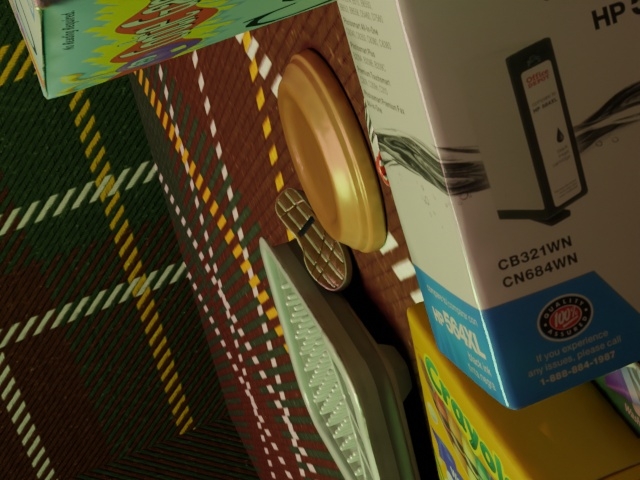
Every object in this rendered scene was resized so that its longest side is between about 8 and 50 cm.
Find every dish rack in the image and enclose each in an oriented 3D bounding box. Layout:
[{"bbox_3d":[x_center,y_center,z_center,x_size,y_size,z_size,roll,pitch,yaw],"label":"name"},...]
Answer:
[{"bbox_3d":[0.034,0.159,1.579,0.333,0.072,0.285,-127,18,-56],"label":"dish rack"}]

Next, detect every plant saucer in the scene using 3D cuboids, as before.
[{"bbox_3d":[0.005,-0.079,1.357,0.200,0.037,0.200,158,90,-80],"label":"plant saucer"}]

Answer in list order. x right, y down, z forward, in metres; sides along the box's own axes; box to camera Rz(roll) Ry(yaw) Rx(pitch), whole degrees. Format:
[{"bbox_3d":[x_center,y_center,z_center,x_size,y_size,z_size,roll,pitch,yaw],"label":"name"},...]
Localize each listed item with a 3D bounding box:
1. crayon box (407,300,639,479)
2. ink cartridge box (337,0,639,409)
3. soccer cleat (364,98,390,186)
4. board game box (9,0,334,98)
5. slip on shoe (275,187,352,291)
[{"bbox_3d":[0.147,0.166,0.980,0.203,0.083,0.323,-124,17,-51],"label":"crayon box"},{"bbox_3d":[0.101,-0.057,0.587,0.086,0.148,0.203,-135,26,-68],"label":"ink cartridge box"},{"bbox_3d":[0.051,-0.083,1.141,0.035,0.029,0.083,-117,11,-78],"label":"soccer cleat"},{"bbox_3d":[0.026,-0.159,0.416,0.142,0.275,0.144,166,83,-80],"label":"board game box"},{"bbox_3d":[0.000,0.000,1.537,0.041,0.051,0.135,17,-151,-51],"label":"slip on shoe"}]
